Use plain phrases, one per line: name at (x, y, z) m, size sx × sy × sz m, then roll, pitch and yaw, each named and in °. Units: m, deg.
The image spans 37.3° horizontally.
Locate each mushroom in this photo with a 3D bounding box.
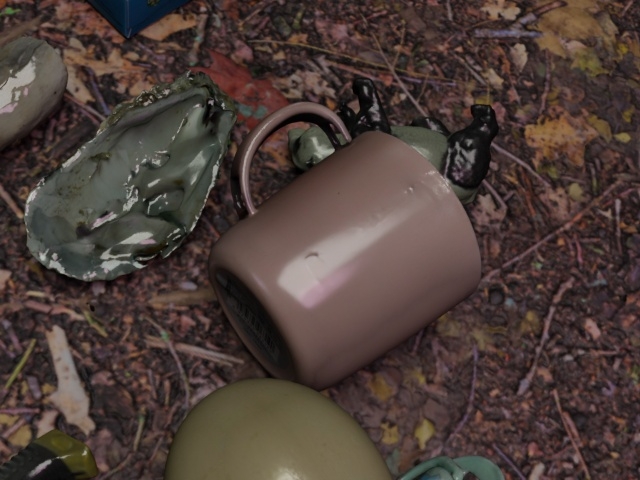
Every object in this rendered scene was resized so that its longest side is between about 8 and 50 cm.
mushroom at (-0.358, -0.121, 0.967) m, size 0.092 × 0.081 × 0.223 m, roll 48°, pitch 65°, yaw -6°

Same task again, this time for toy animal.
toy animal at (0.076, -0.100, 1.041) m, size 0.225 × 0.094 × 0.121 m, roll 11°, pitch 70°, yaw -7°

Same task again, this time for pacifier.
pacifier at (0.112, 0.265, 0.863) m, size 0.150 × 0.127 × 0.116 m, roll -45°, pitch 115°, yaw -11°

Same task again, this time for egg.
egg at (-0.028, 0.226, 0.788) m, size 0.186 × 0.186 × 0.242 m, roll -30°, pitch 65°, yaw -23°

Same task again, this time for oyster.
oyster at (-0.188, -0.074, 0.970) m, size 0.199 × 0.087 × 0.252 m, roll 11°, pitch 68°, yaw -16°

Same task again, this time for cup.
cup at (0.000, 0.000, 0.897) m, size 0.200 × 0.191 × 0.253 m, roll -33°, pitch 100°, yaw -21°

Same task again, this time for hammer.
hammer at (-0.290, 0.248, 0.791) m, size 0.158 × 0.041 × 0.226 m, roll 25°, pitch 51°, yaw 24°

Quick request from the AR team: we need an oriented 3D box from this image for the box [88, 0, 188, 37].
box at (-0.237, -0.349, 1.111) m, size 0.194 × 0.073 × 0.139 m, roll 44°, pitch 64°, yaw 12°
